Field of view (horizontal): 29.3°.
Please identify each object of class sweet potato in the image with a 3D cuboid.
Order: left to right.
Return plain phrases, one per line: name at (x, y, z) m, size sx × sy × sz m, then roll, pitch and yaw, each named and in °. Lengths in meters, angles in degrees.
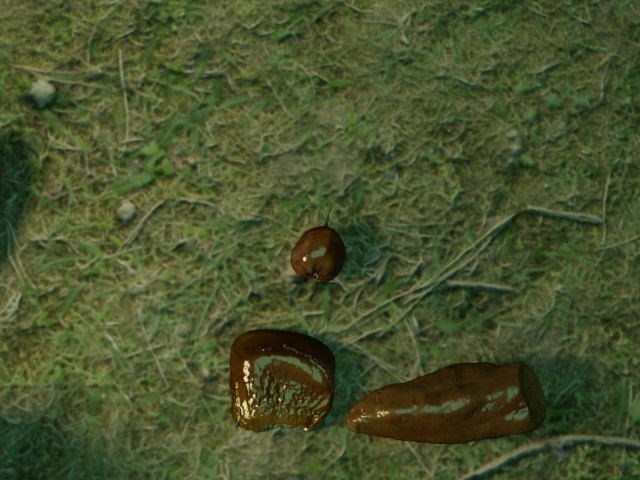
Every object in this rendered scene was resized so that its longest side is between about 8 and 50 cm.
sweet potato at (0.154, 0.195, 1.459) m, size 0.252 × 0.097 × 0.097 m, roll -4°, pitch 79°, yaw -8°

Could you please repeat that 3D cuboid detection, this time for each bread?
bread at (-0.045, 0.169, 1.470) m, size 0.129 × 0.044 × 0.126 m, roll 4°, pitch 80°, yaw -8°

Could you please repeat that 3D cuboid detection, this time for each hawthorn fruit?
hawthorn fruit at (0.000, 0.000, 1.501) m, size 0.067 × 0.067 × 0.103 m, roll 10°, pitch 66°, yaw -4°
